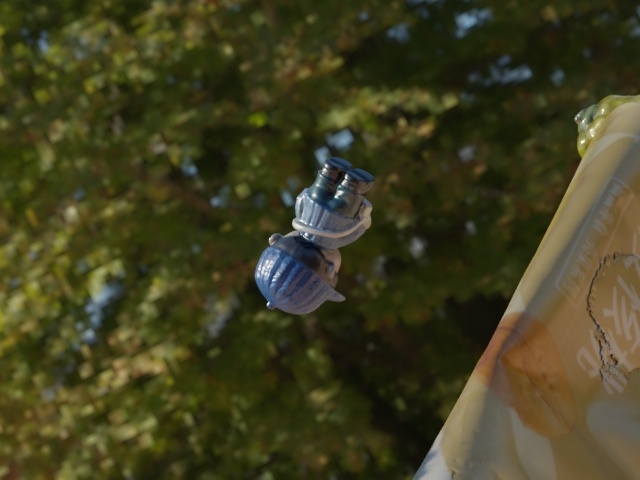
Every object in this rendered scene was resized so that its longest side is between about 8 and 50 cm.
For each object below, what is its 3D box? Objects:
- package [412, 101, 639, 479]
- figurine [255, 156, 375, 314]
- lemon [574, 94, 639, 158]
[{"bbox_3d":[0.169,0.109,0.903,0.165,0.221,0.311,11,39,21],"label":"package"},{"bbox_3d":[-0.003,0.001,1.540,0.079,0.077,0.136,-34,-30,-59],"label":"figurine"},{"bbox_3d":[0.279,-0.020,1.198,0.184,0.248,0.184,-50,-21,-27],"label":"lemon"}]
